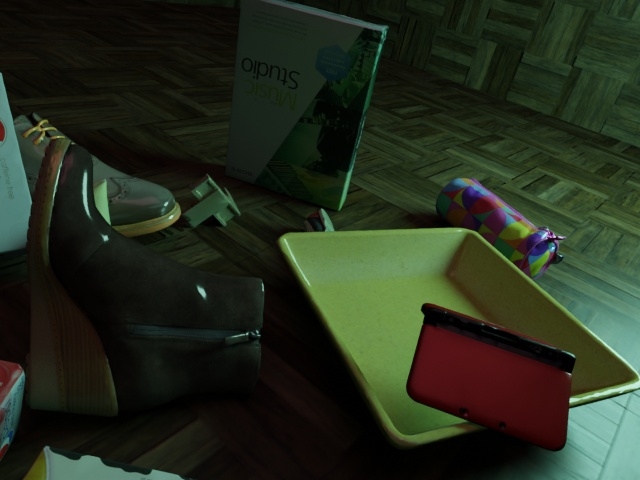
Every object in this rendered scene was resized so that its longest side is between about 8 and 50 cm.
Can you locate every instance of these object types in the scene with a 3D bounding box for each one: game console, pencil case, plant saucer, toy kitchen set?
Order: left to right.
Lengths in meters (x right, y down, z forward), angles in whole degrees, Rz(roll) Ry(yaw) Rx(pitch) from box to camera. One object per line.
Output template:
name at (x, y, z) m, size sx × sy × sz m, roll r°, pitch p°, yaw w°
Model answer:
toy kitchen set at (-0.184, -0.064, 0.791) m, size 0.068 × 0.083 × 0.075 m, roll -36°, pitch 40°, yaw 1°
plant saucer at (0.142, 0.105, 0.619) m, size 0.333 × 0.080 × 0.332 m, roll -2°, pitch 33°, yaw -25°
game console at (0.161, 0.125, 0.500) m, size 0.144 × 0.085 × 0.124 m, roll 19°, pitch -1°, yaw 8°
pencil case at (0.308, -0.025, 0.889) m, size 0.105 × 0.104 × 0.236 m, roll -6°, pitch 34°, yaw -30°

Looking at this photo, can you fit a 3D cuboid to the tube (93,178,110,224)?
tube at (-0.273, 0.015, 0.586) m, size 0.070 × 0.062 × 0.240 m, roll 8°, pitch 36°, yaw -40°

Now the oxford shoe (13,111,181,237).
oxford shoe at (-0.373, -0.095, 0.693) m, size 0.364 × 0.132 × 0.130 m, roll 11°, pitch 30°, yaw -4°

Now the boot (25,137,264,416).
boot at (-0.158, 0.036, 0.479) m, size 0.207 × 0.248 × 0.090 m, roll 1°, pitch 1°, yaw -26°

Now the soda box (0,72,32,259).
soda box at (-0.397, -0.085, 0.597) m, size 0.074 × 0.216 × 0.069 m, roll -13°, pitch -2°, yaw -39°

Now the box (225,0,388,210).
box at (-0.037, -0.227, 0.867) m, size 0.233 × 0.321 × 0.058 m, roll 18°, pitch 35°, yaw 8°

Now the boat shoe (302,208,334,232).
boat shoe at (0.000, 0.000, 0.778) m, size 0.043 × 0.049 × 0.137 m, roll -29°, pitch 34°, yaw 10°

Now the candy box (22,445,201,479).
candy box at (-0.097, 0.235, 0.309) m, size 0.234 × 0.071 × 0.159 m, roll 12°, pitch 30°, yaw -1°

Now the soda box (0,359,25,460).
soda box at (-0.364, 0.115, 0.352) m, size 0.264 × 0.083 × 0.092 m, roll 16°, pitch 26°, yaw -12°
